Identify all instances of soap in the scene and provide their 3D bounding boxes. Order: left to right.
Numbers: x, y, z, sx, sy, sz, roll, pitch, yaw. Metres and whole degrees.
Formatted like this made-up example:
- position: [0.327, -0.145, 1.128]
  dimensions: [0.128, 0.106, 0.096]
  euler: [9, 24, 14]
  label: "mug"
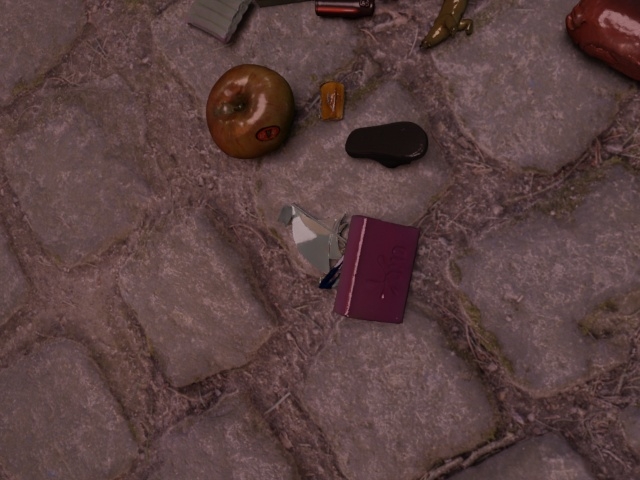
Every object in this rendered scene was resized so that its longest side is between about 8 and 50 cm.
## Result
- position: [0.147, 0.074, 1.282]
  dimensions: [0.181, 0.081, 0.259]
  euler: [12, 91, -27]
  label: "soap"

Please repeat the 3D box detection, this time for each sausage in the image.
- position: [0.713, -0.479, 1.165]
  dimensions: [0.280, 0.152, 0.152]
  euler: [37, 97, 14]
  label: "sausage"

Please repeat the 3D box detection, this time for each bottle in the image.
- position: [0.069, -0.648, 1.388]
  dimensions: [0.164, 0.060, 0.060]
  euler: [9, 90, 14]
  label: "bottle"

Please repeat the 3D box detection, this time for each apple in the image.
- position: [-0.191, -0.351, 1.376]
  dimensions: [0.261, 0.194, 0.260]
  euler: [-1, 87, 17]
  label: "apple"

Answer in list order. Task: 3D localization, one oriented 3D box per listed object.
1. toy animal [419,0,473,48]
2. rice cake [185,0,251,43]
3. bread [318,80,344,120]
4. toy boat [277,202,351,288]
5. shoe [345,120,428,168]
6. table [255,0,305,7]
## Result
- position: [0.343, -0.592, 1.307]
  dimensions: [0.101, 0.103, 0.218]
  euler: [22, 96, 34]
  label: "toy animal"
- position: [-0.302, -0.690, 1.481]
  dimensions: [0.198, 0.037, 0.189]
  euler: [30, 94, 29]
  label: "rice cake"
- position: [0.031, -0.388, 1.392]
  dimensions: [0.072, 0.053, 0.105]
  euler: [3, 94, 19]
  label: "bread"
- position: [0.028, -0.013, 1.371]
  dimensions: [0.210, 0.070, 0.291]
  euler: [-33, 76, 7]
  label: "toy boat"
- position: [0.184, -0.247, 1.334]
  dimensions: [0.241, 0.093, 0.108]
  euler: [8, 72, 36]
  label: "shoe"
- position: [-0.077, -0.751, 1.405]
  dimensions: [0.240, 0.111, 0.121]
  euler: [-1, 88, 15]
  label: "table"
